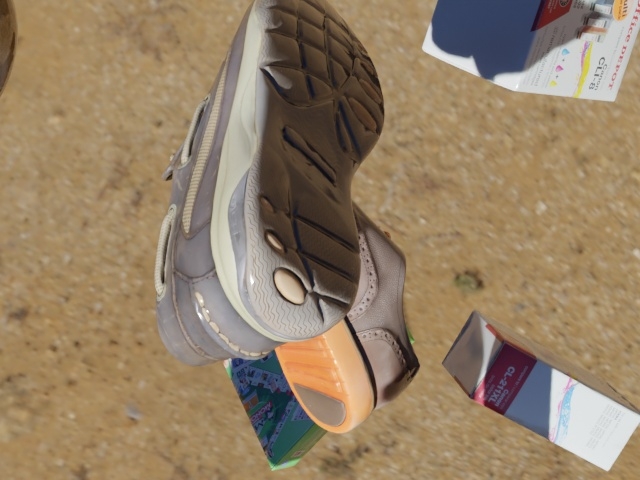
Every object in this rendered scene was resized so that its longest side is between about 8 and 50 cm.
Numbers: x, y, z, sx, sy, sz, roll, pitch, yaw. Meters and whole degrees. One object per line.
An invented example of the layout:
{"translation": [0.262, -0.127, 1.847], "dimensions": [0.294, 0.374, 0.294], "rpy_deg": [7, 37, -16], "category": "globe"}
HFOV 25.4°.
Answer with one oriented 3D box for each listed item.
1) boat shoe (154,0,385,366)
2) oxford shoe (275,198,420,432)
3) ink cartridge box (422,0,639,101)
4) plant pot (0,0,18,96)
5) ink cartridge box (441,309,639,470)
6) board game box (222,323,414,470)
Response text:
{"translation": [-0.049, -0.058, 0.963], "dimensions": [0.130, 0.132, 0.355], "rpy_deg": [-29, 29, 27], "category": "boat shoe"}
{"translation": [0.000, 0.000, 1.401], "dimensions": [0.130, 0.133, 0.363], "rpy_deg": [4, 115, 53], "category": "oxford shoe"}
{"translation": [0.217, -0.219, 1.399], "dimensions": [0.127, 0.176, 0.128], "rpy_deg": [30, 111, 38], "category": "ink cartridge box"}
{"translation": [-0.302, -0.104, 0.891], "dimensions": [0.236, 0.236, 0.032], "rpy_deg": [-39, 55, 13], "category": "plant pot"}
{"translation": [0.230, 0.156, 1.481], "dimensions": [0.072, 0.175, 0.127], "rpy_deg": [-60, 13, 6], "category": "ink cartridge box"}
{"translation": [-0.018, 0.137, 1.909], "dimensions": [0.317, 0.046, 0.213], "rpy_deg": [-50, 57, 39], "category": "board game box"}
